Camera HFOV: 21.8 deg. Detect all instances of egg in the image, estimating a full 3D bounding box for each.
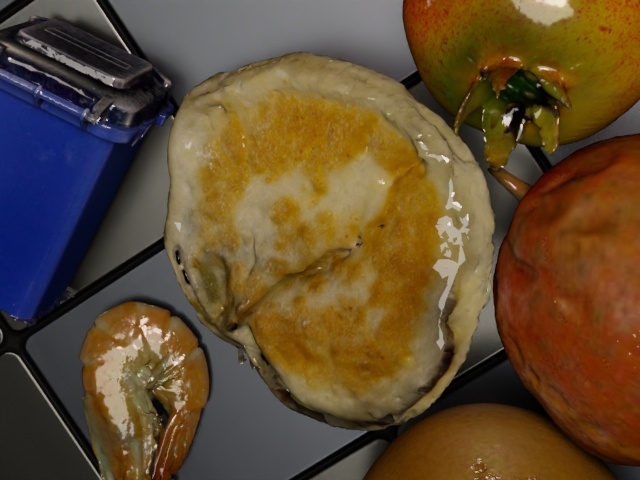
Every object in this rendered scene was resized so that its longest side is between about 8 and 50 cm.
[{"bbox_3d":[0.148,0.310,1.380,0.283,0.282,0.351,-6,95,9],"label":"egg"}]

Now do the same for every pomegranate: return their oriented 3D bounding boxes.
[{"bbox_3d":[0.171,-0.169,1.317,0.221,0.256,0.221,15,146,10],"label":"pomegranate"}]

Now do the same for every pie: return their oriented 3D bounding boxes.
[{"bbox_3d":[0.000,0.000,1.398,0.339,0.077,0.339,10,107,37],"label":"pie"}]

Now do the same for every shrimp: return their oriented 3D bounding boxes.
[{"bbox_3d":[-0.156,0.162,1.517,0.115,0.051,0.217,-6,96,7],"label":"shrimp"}]

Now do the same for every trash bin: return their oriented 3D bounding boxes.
[{"bbox_3d":[-0.245,-0.059,1.430,0.163,0.184,0.234,27,107,4],"label":"trash bin"}]

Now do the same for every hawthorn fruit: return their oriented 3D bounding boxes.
[{"bbox_3d":[0.253,0.032,1.337,0.298,0.277,0.277,34,102,10],"label":"hawthorn fruit"}]
